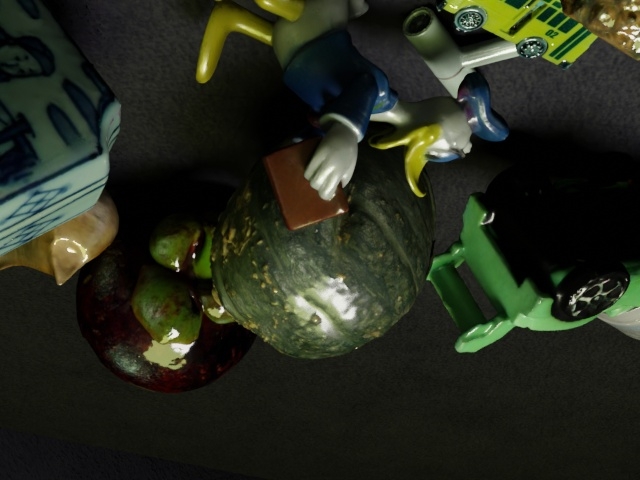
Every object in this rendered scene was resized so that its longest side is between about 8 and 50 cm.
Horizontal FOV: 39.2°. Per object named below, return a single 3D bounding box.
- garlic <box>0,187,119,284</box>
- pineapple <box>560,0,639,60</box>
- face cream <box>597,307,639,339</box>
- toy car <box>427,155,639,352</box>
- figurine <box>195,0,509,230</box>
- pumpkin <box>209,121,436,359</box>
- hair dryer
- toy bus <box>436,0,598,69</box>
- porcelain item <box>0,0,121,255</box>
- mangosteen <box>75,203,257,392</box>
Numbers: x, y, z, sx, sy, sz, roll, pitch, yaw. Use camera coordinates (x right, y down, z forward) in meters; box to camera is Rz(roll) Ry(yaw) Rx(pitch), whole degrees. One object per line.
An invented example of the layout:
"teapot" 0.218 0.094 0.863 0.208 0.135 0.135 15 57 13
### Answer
"garlic" -0.436 -0.022 1.296 0.339 0.196 0.151 -5 139 37
"pineapple" 0.300 -0.255 0.689 0.125 0.125 0.251 19 126 -28
"face cream" 0.487 0.053 1.377 0.177 0.177 0.153 -20 147 35
"toy car" 0.327 0.020 1.185 0.359 0.213 0.176 -7 138 -27
"figurine" 0.041 -0.141 0.922 0.339 0.283 0.204 11 158 -11
"pumpkin" 0.000 0.000 1.132 0.292 0.327 0.257 -23 104 37
"hair dryer" 0.207 -0.231 1.017 0.183 0.044 0.155 -20 146 26
"toy bus" 0.210 -0.253 0.916 0.175 0.088 0.101 18 145 -24
"porcelain item" -0.377 -0.129 0.938 0.286 0.281 0.157 -31 172 -30
"mangosteen" -0.217 0.079 1.353 0.312 0.311 0.311 1 152 1
